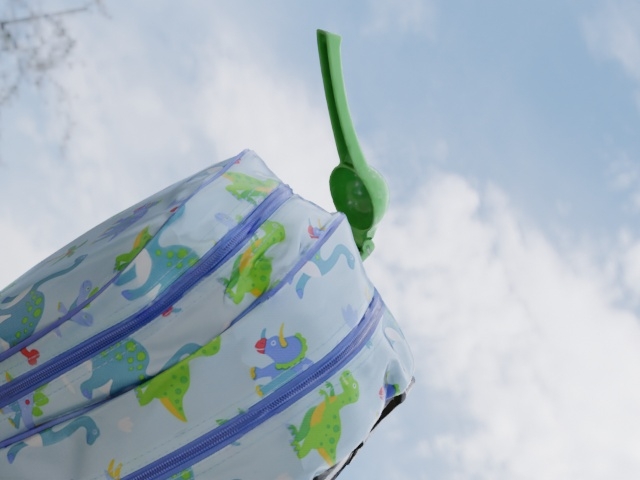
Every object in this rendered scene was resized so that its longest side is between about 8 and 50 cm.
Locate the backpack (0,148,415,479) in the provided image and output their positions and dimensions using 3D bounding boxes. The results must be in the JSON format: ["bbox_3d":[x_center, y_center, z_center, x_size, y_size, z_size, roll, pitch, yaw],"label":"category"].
[{"bbox_3d":[-0.117,0.100,0.897,0.355,0.290,0.273,-8,-76,28],"label":"backpack"}]

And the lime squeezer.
[{"bbox_3d":[0.000,0.000,1.084,0.058,0.110,0.310,25,-78,31],"label":"lime squeezer"}]
